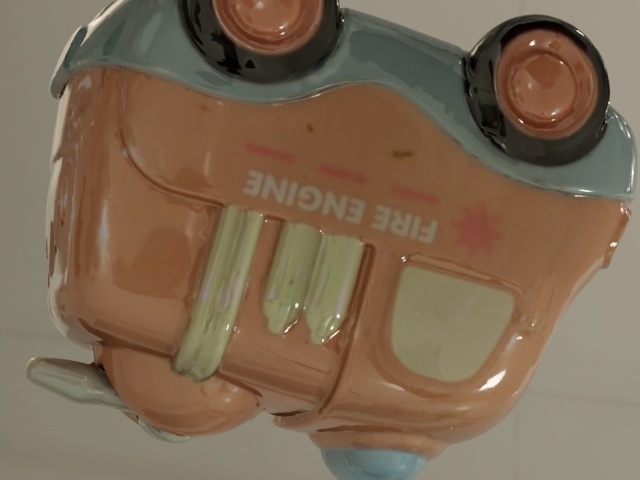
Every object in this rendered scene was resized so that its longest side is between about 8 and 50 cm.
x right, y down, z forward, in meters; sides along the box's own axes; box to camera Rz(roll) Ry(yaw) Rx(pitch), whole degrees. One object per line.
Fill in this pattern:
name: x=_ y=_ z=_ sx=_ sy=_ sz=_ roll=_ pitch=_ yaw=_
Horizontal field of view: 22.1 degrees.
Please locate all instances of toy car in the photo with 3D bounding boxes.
toy car: x=0.000 y=0.000 z=0.749 sx=0.180 sy=0.271 sz=0.212 roll=155 pitch=-51 yaw=-73
